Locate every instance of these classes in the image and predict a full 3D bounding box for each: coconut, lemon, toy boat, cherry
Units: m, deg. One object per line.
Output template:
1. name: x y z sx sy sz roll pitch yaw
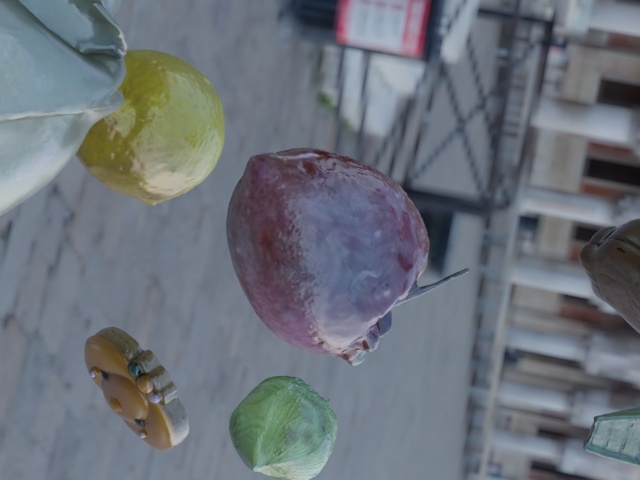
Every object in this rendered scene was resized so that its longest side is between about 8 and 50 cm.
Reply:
1. coconut: -0.032 0.158 1.408 0.096 0.087 0.088 -55 157 -45
2. lemon: -0.264 -0.175 2.580 0.288 0.233 0.234 16 84 -65
3. toy boat: 0.432 0.230 1.841 0.055 0.293 0.093 -72 176 -58
4. cherry: 0.000 0.000 1.679 0.250 0.192 0.175 48 4 -36

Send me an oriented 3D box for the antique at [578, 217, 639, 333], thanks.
1. antique: 0.527 0.067 2.607 0.129 0.278 0.223 -41 123 -14

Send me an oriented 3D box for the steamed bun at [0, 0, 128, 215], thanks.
1. steamed bun: -0.298 -0.209 1.459 0.342 0.255 0.368 -166 -126 -79

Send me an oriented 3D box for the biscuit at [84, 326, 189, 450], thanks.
1. biscuit: -0.223 0.181 2.030 0.050 0.170 0.170 -38 151 -26
